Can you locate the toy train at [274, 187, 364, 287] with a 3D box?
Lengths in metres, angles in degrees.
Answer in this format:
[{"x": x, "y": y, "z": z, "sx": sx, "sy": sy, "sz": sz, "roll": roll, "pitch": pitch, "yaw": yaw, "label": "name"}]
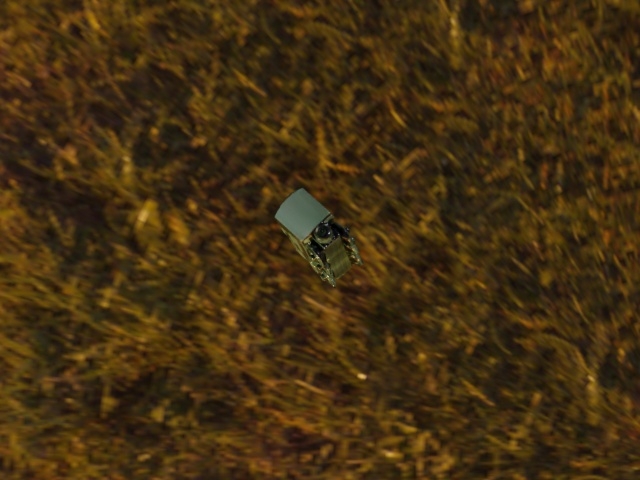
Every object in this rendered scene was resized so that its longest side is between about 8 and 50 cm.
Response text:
[{"x": 0.000, "y": 0.000, "z": 1.131, "sx": 0.033, "sy": 0.083, "sz": 0.053, "roll": -45, "pitch": 71, "yaw": -7, "label": "toy train"}]
